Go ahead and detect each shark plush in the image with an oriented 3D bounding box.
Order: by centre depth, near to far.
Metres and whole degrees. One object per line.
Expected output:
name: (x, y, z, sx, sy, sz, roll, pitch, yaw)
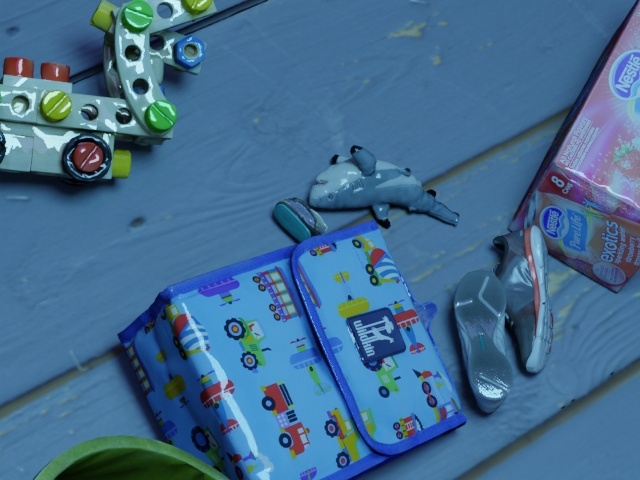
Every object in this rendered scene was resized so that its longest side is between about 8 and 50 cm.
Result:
shark plush: (0.067, -0.045, 1.546, 0.161, 0.073, 0.067, 20, 78, -27)

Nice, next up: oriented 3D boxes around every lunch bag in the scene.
lunch bag: (-0.004, 0.120, 1.387, 0.293, 0.138, 0.221, -20, 79, -34)

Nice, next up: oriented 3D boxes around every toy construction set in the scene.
toy construction set: (-0.272, -0.165, 1.449, 0.327, 0.151, 0.215, 4, 86, -3)

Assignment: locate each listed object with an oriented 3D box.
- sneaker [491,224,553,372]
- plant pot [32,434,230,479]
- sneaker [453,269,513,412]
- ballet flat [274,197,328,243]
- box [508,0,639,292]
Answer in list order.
sneaker: (0.204, 0.063, 1.514, 0.065, 0.061, 0.158, -6, 64, 16)
plant pot: (-0.199, 0.383, 1.030, 0.366, 0.353, 0.366, 43, 25, -26)
sneaker: (0.160, 0.102, 1.471, 0.053, 0.061, 0.152, 0, 59, -1)
ballet flat: (0.000, 0.000, 1.497, 0.041, 0.041, 0.114, -32, 75, -26)
box: (0.341, -0.118, 1.578, 0.142, 0.154, 0.300, 30, 61, 3)
